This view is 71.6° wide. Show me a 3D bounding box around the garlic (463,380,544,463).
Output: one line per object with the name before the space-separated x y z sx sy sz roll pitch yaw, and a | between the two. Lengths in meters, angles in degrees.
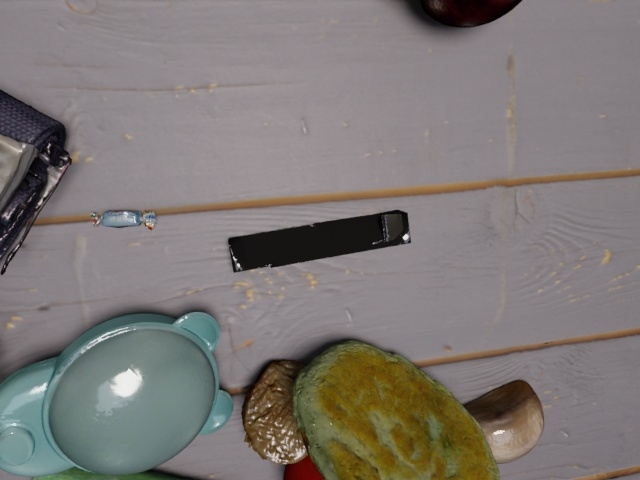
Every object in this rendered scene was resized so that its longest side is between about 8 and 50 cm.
garlic | 0.280 0.299 0.707 0.196 0.101 0.086 -23 104 -6

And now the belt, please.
belt | -0.387 -0.054 0.507 0.126 0.139 0.230 31 91 -13

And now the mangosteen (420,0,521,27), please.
mangosteen | 0.161 -0.367 0.542 0.231 0.194 0.194 9 99 13

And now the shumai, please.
shumai | -0.048 0.243 0.640 0.123 0.105 0.139 13 65 1

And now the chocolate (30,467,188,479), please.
chocolate | -0.258 0.378 0.629 0.291 0.110 0.110 22 95 -10

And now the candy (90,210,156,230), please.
candy | -0.264 -0.026 0.595 0.083 0.020 0.030 -4 99 -9

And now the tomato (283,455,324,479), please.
tomato | 0.037 0.355 0.639 0.195 0.136 0.195 4 115 10

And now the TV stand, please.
TV stand | 0.000 0.000 0.636 0.257 0.040 0.048 -9 101 -9

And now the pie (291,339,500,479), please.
pie | 0.100 0.264 0.571 0.323 0.323 0.070 27 118 -13

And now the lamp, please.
lamp | -0.264 0.204 0.570 0.284 0.147 0.209 -7 105 -8
